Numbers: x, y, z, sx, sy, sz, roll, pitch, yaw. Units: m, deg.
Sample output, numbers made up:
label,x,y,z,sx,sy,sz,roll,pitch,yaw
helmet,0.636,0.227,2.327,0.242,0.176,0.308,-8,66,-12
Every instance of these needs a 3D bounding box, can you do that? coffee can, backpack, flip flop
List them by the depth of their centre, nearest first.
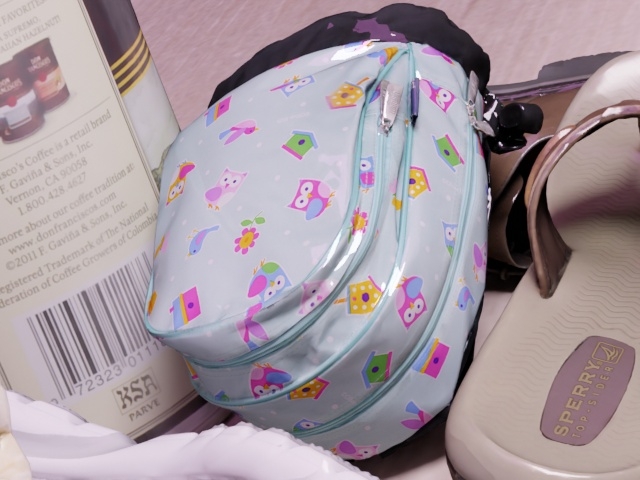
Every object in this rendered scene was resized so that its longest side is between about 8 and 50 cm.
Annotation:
label,x,y,z,sx,sy,sz,roll,pitch,yaw
flip flop,0.115,-0.002,0.679,0.112,0.080,0.277,8,36,22
backpack,0.000,0.000,0.728,0.152,0.115,0.182,-29,39,34
coffee can,-0.163,-0.038,0.798,0.201,0.275,0.201,-17,21,7

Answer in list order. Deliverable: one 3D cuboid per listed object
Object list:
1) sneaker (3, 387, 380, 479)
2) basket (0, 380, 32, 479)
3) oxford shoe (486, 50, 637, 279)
label,x,y,z,sx,sy,sz,roll,pitch,yaw
sneaker,-0.046,0.125,0.588,0.281,0.105,0.115,4,65,39
basket,-0.230,0.084,0.279,0.331,0.266,0.328,-18,-10,7
oxford shoe,0.060,-0.022,0.832,0.227,0.083,0.096,-17,29,16
